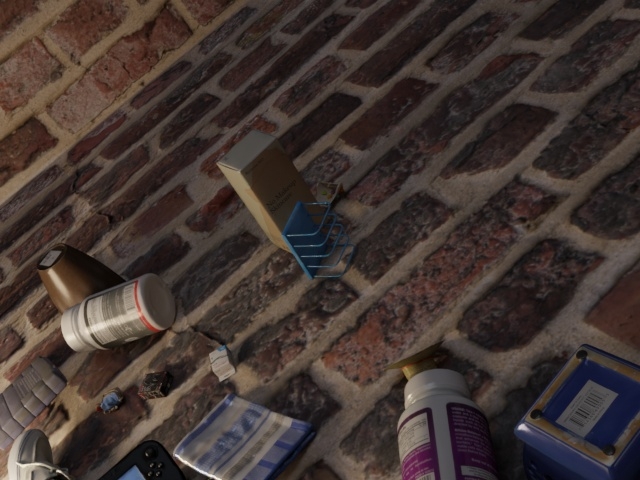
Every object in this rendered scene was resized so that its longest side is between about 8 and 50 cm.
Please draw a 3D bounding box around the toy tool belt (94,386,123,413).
[{"bbox_3d":[-0.545,0.419,2.133,0.083,0.052,0.051,-38,28,-4],"label":"toy tool belt"}]

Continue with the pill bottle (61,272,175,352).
[{"bbox_3d":[-0.560,0.208,2.289,0.283,0.161,0.161,-20,39,19],"label":"pill bottle"}]

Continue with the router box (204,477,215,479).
[{"bbox_3d":[-0.234,0.555,1.748,0.122,0.038,0.092,-38,37,-5],"label":"router box"}]

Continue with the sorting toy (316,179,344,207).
[{"bbox_3d":[0.021,-0.125,2.317,0.083,0.045,0.075,11,63,44],"label":"sorting toy"}]

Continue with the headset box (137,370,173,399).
[{"bbox_3d":[-0.423,0.369,2.109,0.083,0.032,0.062,-11,43,27],"label":"headset box"}]

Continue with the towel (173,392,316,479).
[{"bbox_3d":[-0.170,0.437,1.801,0.285,0.034,0.209,10,43,43],"label":"towel"}]

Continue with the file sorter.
[{"bbox_3d":[0.000,0.000,2.083,0.104,0.170,0.118,-1,48,32],"label":"file sorter"}]

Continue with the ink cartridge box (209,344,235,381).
[{"bbox_3d":[-0.243,0.303,2.046,0.048,0.028,0.083,-32,37,5],"label":"ink cartridge box"}]

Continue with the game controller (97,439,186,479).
[{"bbox_3d":[-0.444,0.592,1.819,0.319,0.067,0.166,-41,55,-7],"label":"game controller"}]

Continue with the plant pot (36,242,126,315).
[{"bbox_3d":[-0.724,0.123,2.454,0.215,0.230,0.215,-21,38,18],"label":"plant pot"}]

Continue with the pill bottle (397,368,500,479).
[{"bbox_3d":[0.225,0.384,1.475,0.169,0.169,0.302,-21,39,17],"label":"pill bottle"}]

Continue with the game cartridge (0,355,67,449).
[{"bbox_3d":[-0.797,0.427,2.235,0.230,0.068,0.355,-43,17,-18],"label":"game cartridge"}]

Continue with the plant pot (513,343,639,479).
[{"bbox_3d":[0.464,0.317,1.327,0.236,0.212,0.236,-46,39,-15],"label":"plant pot"}]

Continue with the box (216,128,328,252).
[{"bbox_3d":[-0.123,-0.128,2.199,0.148,0.311,0.121,-46,38,-15],"label":"box"}]

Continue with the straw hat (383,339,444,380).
[{"bbox_3d":[0.205,0.264,1.711,0.144,0.144,0.061,-28,78,10],"label":"straw hat"}]

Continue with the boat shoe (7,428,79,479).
[{"bbox_3d":[-0.645,0.585,1.955,0.156,0.136,0.367,-27,40,10],"label":"boat shoe"}]
